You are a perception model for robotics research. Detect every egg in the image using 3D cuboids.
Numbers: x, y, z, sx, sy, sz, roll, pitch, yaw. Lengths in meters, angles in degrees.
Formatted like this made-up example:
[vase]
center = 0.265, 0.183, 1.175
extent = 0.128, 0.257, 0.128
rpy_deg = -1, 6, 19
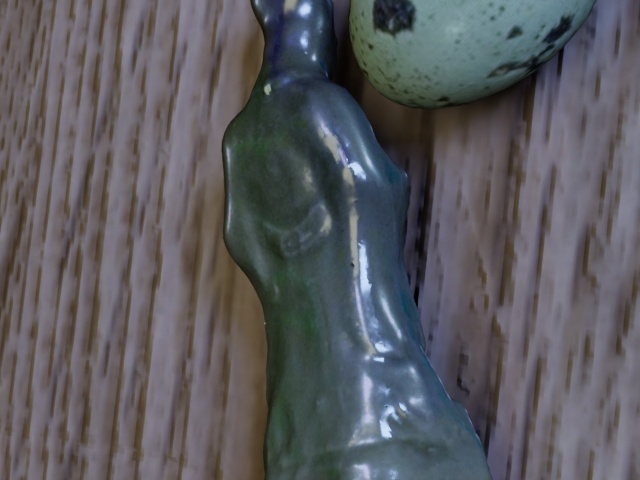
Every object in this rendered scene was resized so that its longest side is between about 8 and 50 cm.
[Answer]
[egg]
center = 0.054, -0.096, 0.588
extent = 0.110, 0.085, 0.085
rpy_deg = -50, 64, 27

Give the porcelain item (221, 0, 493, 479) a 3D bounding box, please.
[porcelain item]
center = 0.000, 0.000, 0.614
extent = 0.081, 0.069, 0.216
rpy_deg = -25, 71, 47
